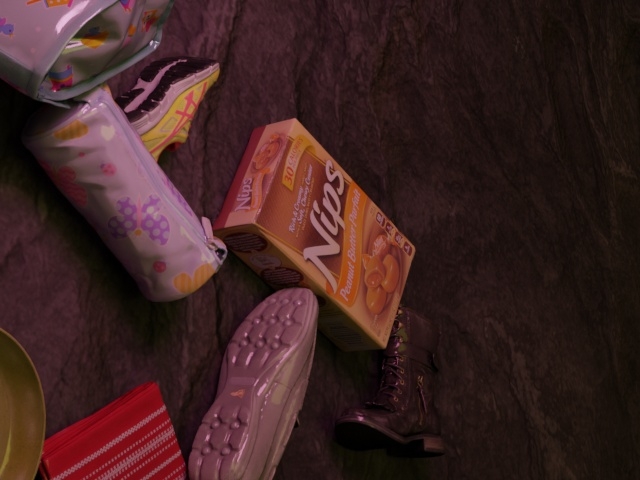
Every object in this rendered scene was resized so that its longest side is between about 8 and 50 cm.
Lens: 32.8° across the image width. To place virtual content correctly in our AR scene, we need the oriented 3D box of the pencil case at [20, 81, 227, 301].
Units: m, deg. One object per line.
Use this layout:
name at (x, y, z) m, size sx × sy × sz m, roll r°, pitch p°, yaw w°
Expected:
pencil case at (-0.221, -0.053, 1.243) m, size 0.273 × 0.124 × 0.113 m, roll 55°, pitch 54°, yaw -27°

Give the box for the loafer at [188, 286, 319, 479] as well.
loafer at (-0.074, 0.201, 1.398) m, size 0.319 × 0.112 × 0.111 m, roll -65°, pitch 143°, yaw -34°

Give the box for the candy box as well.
candy box at (0.000, 0.000, 1.536) m, size 0.316 × 0.088 × 0.183 m, roll 45°, pitch 50°, yaw -36°

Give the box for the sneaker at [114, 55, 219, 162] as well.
sneaker at (-0.190, -0.162, 1.354) m, size 0.208 × 0.081 × 0.094 m, roll -50°, pitch 141°, yaw -46°

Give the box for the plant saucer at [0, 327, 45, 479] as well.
plant saucer at (-0.367, 0.194, 1.051) m, size 0.241 × 0.037 × 0.241 m, roll -6°, pitch 97°, yaw -58°

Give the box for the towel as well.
towel at (-0.216, 0.321, 1.248) m, size 0.199 × 0.031 × 0.274 m, roll -31°, pitch 108°, yaw -52°

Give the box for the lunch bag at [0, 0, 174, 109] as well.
lunch bag at (-0.297, -0.256, 1.104) m, size 0.223 × 0.160 × 0.262 m, roll 36°, pitch 43°, yaw 3°

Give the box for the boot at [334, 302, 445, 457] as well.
boot at (0.107, 0.204, 1.645) m, size 0.263 × 0.091 × 0.229 m, roll 25°, pitch 58°, yaw -51°
